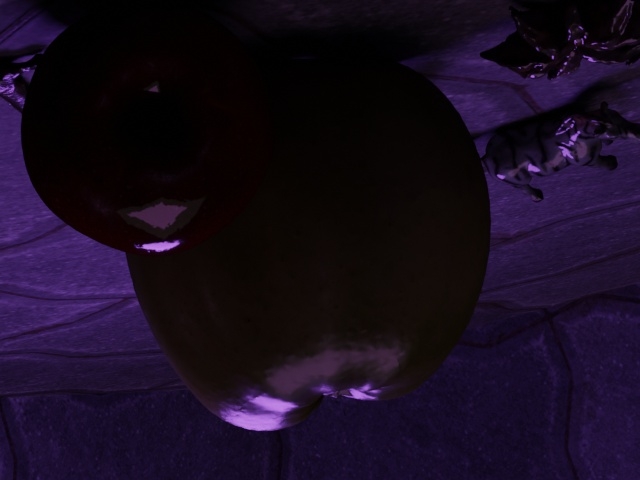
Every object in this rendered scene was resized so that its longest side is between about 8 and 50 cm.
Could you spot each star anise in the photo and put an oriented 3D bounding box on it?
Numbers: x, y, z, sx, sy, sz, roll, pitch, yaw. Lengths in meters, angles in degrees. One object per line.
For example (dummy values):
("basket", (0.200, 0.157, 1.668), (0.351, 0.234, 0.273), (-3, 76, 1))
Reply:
("star anise", (0.255, -0.201, 1.436), (0.182, 0.065, 0.195), (-7, 172, -8))

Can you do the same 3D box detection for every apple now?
("apple", (0.000, 0.000, 1.438), (0.320, 0.360, 0.312), (-14, 173, 31))
("apple", (-0.147, -0.096, 1.222), (0.218, 0.218, 0.201), (-9, 169, -8))

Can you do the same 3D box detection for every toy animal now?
("toy animal", (0.324, -0.123, 1.836), (0.170, 0.090, 0.255), (5, 159, -39))

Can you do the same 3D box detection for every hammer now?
("hammer", (-0.283, -0.125, 1.432), (0.125, 0.027, 0.297), (-12, 169, 7))
